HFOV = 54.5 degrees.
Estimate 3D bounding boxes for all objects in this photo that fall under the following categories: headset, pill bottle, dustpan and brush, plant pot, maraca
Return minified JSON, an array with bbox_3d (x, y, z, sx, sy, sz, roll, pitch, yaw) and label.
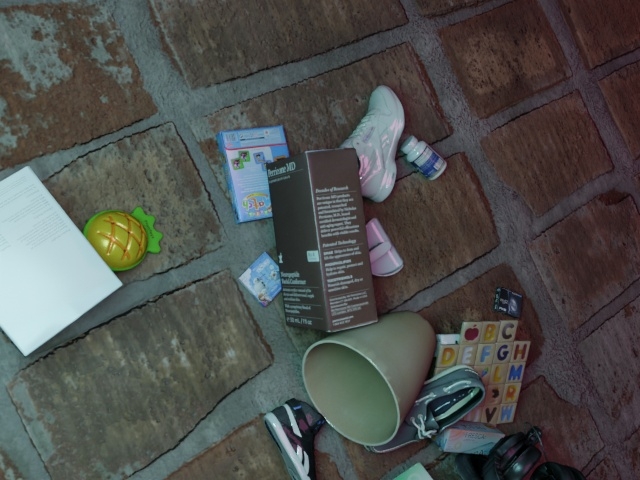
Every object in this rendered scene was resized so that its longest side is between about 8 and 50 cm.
[{"bbox_3d":[0.484,0.565,1.444,0.243,0.185,0.394,34,25,7],"label":"headset"},{"bbox_3d":[0.271,-0.221,1.647,0.120,0.067,0.067,39,66,-15],"label":"pill bottle"},{"bbox_3d":[0.115,0.047,1.523,0.211,0.060,0.147,-35,97,-27],"label":"dustpan and brush"},{"bbox_3d":[0.142,0.277,1.412,0.274,0.256,0.257,-30,94,-44],"label":"plant pot"},{"bbox_3d":[-0.399,-0.006,1.262,0.185,0.099,0.127,-26,95,-54],"label":"maraca"}]

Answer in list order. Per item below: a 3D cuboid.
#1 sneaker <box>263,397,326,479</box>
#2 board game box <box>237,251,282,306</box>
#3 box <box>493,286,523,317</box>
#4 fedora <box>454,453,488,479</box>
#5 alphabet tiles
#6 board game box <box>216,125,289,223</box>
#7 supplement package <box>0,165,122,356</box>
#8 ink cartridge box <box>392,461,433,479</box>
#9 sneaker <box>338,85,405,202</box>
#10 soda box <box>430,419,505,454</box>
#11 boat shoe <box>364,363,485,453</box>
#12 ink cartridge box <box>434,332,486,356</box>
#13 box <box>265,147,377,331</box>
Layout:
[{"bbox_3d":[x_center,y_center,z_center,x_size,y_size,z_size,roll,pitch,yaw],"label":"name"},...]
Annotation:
[{"bbox_3d":[-0.025,0.451,1.367,0.121,0.079,0.217,-27,92,-26],"label":"sneaker"},{"bbox_3d":[-0.129,0.089,1.417,0.090,0.020,0.090,48,64,-10],"label":"board game box"},{"bbox_3d":[0.521,0.172,1.724,0.083,0.018,0.067,23,71,-21],"label":"box"},{"bbox_3d":[0.427,0.668,1.483,0.334,0.334,0.152,33,101,-17],"label":"fedora"},{"bbox_3d":[0.395,0.363,1.556,0.285,0.011,0.343,3,102,-26],"label":"alphabet tiles"},{"bbox_3d":[-0.141,-0.155,1.446,0.160,0.039,0.212,-11,85,-28],"label":"board game box"},{"bbox_3d":[-0.534,0.047,1.124,0.199,0.198,0.263,-40,99,-27],"label":"supplement package"},{"bbox_3d":[0.223,0.647,1.406,0.181,0.056,0.225,-23,55,-28],"label":"ink cartridge box"},{"bbox_3d":[0.125,-0.255,1.553,0.152,0.114,0.305,13,75,-25],"label":"sneaker"},{"bbox_3d":[0.365,0.486,1.535,0.183,0.058,0.063,14,97,-27],"label":"soda box"},{"bbox_3d":[0.240,0.402,1.442,0.319,0.099,0.116,-30,105,-3],"label":"boat shoe"},{"bbox_3d":[0.334,0.263,1.569,0.135,0.099,0.056,1,81,-25],"label":"ink cartridge box"},{"bbox_3d":[0.000,0.000,1.372,0.143,0.191,0.382,-7,90,-32],"label":"box"}]
